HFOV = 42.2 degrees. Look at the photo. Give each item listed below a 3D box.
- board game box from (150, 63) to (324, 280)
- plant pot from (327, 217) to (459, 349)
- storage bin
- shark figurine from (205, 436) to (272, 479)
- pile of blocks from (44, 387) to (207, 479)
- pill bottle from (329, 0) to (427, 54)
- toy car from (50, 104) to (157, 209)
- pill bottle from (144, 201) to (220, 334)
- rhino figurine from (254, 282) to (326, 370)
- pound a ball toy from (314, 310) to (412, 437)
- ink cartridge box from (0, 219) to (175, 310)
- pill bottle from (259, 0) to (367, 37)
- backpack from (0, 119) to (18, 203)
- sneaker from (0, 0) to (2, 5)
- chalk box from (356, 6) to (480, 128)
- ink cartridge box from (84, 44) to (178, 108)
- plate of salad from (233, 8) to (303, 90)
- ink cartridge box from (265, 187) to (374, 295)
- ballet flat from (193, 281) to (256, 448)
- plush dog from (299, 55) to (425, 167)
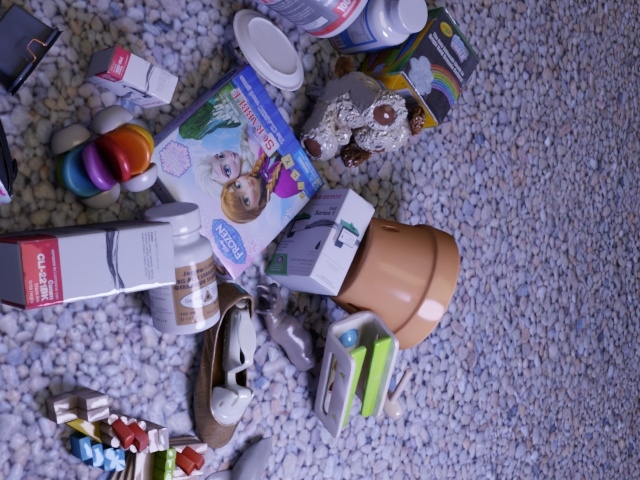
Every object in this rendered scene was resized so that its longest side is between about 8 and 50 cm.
[{"bbox_3d":[-0.177,-0.140,1.698,0.318,0.066,0.319,-49,119,-28],"label":"board game box"},{"bbox_3d":[0.142,0.076,1.860,0.203,0.291,0.291,24,75,-20],"label":"plant pot"},{"bbox_3d":[-0.513,-0.328,1.399,0.091,0.098,0.135,37,68,-23],"label":"storage bin"},{"bbox_3d":[-0.142,0.567,1.722,0.166,0.116,0.278,-7,94,-38],"label":"shark figurine"},{"bbox_3d":[-0.348,0.393,1.540,0.362,0.112,0.149,36,69,-35],"label":"pile of blocks"},{"bbox_3d":[0.128,-0.490,1.846,0.124,0.221,0.124,-2,92,-41],"label":"pill bottle"},{"bbox_3d":[-0.380,-0.138,1.461,0.182,0.136,0.159,-25,112,-2],"label":"toy car"},{"bbox_3d":[-0.266,0.051,1.567,0.131,0.131,0.229,-19,113,-38],"label":"pill bottle"},{"bbox_3d":[-0.068,0.183,1.798,0.106,0.073,0.243,-52,120,-30],"label":"rhino figurine"},{"bbox_3d":[0.095,0.291,1.839,0.208,0.136,0.319,-20,139,-27],"label":"pound a ball toy"},{"bbox_3d":[-0.413,0.034,1.420,0.272,0.197,0.114,-10,99,-39],"label":"ink cartridge box"},{"bbox_3d":[-0.081,-0.580,1.676,0.362,0.210,0.210,23,77,-38],"label":"pill bottle"},{"bbox_3d":[-0.572,-0.159,1.267,0.191,0.225,0.254,-25,110,-14],"label":"backpack"},{"bbox_3d":[-0.555,-0.391,1.330,0.081,0.080,0.211,13,41,-28],"label":"sneaker"},{"bbox_3d":[0.239,-0.423,1.973,0.180,0.179,0.289,48,61,-29],"label":"chalk box"},{"bbox_3d":[-0.348,-0.299,1.529,0.135,0.099,0.056,23,76,-38],"label":"ink cartridge box"},{"bbox_3d":[-0.113,-0.394,1.733,0.199,0.048,0.200,32,42,-34],"label":"plate of salad"},{"bbox_3d":[0.000,0.000,1.793,0.092,0.160,0.219,38,67,-35],"label":"ink cartridge box"},{"bbox_3d":[-0.180,0.257,1.670,0.116,0.124,0.343,9,86,-40],"label":"ballet flat"},{"bbox_3d":[0.106,-0.274,1.858,0.225,0.262,0.211,35,42,-43],"label":"plush dog"}]
